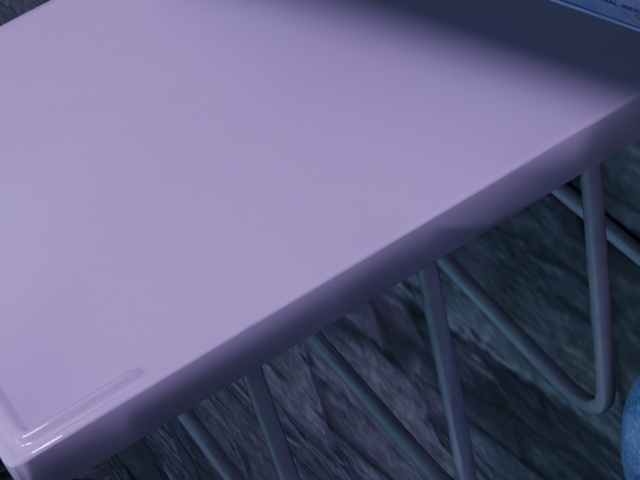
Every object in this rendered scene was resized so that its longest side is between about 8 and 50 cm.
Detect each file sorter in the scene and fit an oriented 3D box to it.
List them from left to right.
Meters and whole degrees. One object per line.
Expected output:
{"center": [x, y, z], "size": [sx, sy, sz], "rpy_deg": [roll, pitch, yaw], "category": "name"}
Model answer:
{"center": [0.000, 0.000, 0.585], "size": [0.193, 0.277, 0.173], "rpy_deg": [46, 161, 42], "category": "file sorter"}

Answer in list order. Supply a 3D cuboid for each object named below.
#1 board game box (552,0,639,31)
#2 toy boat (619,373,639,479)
{"center": [0.013, -0.159, 0.297], "size": [0.318, 0.066, 0.318], "rpy_deg": [24, 165, 24], "category": "board game box"}
{"center": [0.157, 0.154, 0.565], "size": [0.267, 0.148, 0.318], "rpy_deg": [63, 163, -2], "category": "toy boat"}
